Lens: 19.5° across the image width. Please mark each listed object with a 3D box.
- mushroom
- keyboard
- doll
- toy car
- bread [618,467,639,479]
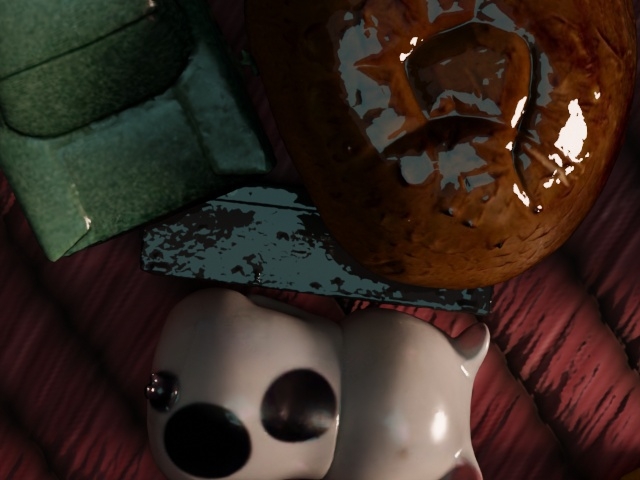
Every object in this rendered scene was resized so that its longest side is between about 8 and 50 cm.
[{"bbox_3d":[0.068,-0.087,0.927,0.194,0.138,0.231,-29,105,7],"label":"mushroom"},{"bbox_3d":[0.000,0.000,1.007,0.195,0.018,0.060,7,87,-3],"label":"keyboard"},{"bbox_3d":[-0.005,0.085,0.998,0.180,0.107,0.110,5,91,-7],"label":"doll"},{"bbox_3d":[-0.138,-0.152,0.925,0.141,0.097,0.321,-22,106,5],"label":"toy car"},{"bbox_3d":[0.220,0.224,1.011,0.197,0.197,0.171,-2,121,-1],"label":"bread"}]
